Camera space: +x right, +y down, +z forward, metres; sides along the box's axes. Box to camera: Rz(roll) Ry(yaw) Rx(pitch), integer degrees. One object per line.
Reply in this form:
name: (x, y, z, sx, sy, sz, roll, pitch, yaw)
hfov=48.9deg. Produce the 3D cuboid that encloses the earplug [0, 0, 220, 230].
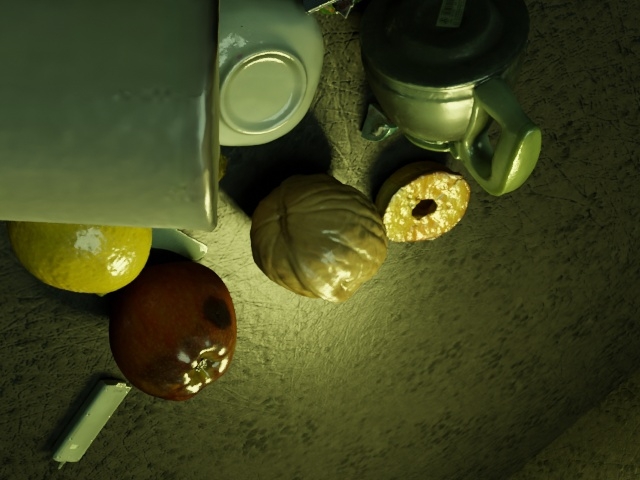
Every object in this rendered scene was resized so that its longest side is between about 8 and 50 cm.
earplug: (-0.297, -0.171, 0.719, 0.394, 0.313, 0.313, 1, 130, -9)

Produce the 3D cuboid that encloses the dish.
dish: (-0.101, -0.232, 0.977, 0.256, 0.117, 0.256, -20, 137, -19)

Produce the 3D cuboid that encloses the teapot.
teapot: (0.221, -0.235, 1.059, 0.239, 0.321, 0.239, -51, 153, -19)

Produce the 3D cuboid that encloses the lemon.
lemon: (-0.329, -0.017, 0.975, 0.186, 0.187, 0.244, -25, 138, -13)

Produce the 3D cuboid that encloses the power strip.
power strip: (-0.450, 0.355, 1.365, 0.060, 0.027, 0.253, 19, 116, -45)

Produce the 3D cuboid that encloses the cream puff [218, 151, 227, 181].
cream puff: (-0.179, -0.103, 1.090, 0.083, 0.058, 0.083, -39, 142, 1)

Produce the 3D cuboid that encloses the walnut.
walnut: (0.000, 0.000, 1.199, 0.225, 0.225, 0.261, -45, 144, 11)

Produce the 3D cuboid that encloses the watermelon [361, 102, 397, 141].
watermelon: (0.102, -0.206, 1.192, 0.085, 0.085, 0.061, -41, 105, 6)

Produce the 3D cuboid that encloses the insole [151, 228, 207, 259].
insole: (-0.251, 0.002, 1.184, 0.053, 0.002, 0.152, -47, 138, 12)

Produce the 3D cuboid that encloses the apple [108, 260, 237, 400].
apple: (-0.241, 0.155, 1.179, 0.230, 0.230, 0.230, -19, 137, -19)

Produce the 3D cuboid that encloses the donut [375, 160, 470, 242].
donut: (0.190, -0.078, 1.360, 0.190, 0.075, 0.174, -18, 138, -14)

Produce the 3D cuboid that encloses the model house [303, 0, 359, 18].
model house: (0.017, -0.356, 0.914, 0.117, 0.088, 0.167, -17, 133, 18)
